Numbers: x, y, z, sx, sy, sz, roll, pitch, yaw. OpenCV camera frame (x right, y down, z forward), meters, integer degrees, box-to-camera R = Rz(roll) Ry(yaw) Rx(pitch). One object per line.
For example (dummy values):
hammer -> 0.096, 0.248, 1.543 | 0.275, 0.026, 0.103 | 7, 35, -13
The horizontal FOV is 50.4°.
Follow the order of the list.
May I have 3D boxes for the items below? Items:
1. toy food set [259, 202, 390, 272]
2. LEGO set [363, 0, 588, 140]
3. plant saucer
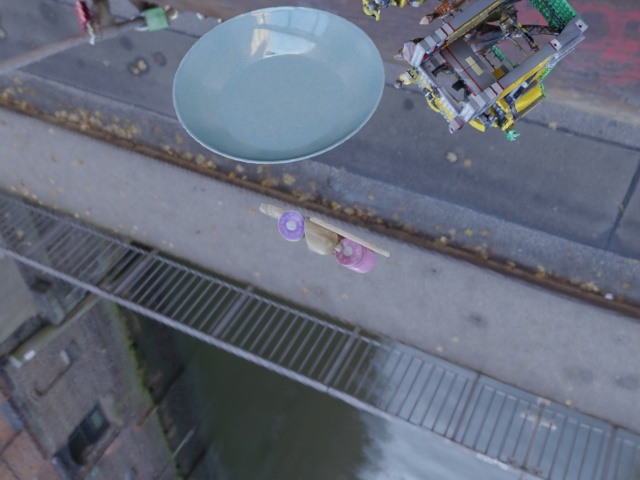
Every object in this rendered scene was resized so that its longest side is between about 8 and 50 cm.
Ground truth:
toy food set -> 0.000, 0.000, 0.471 | 0.078, 0.019, 0.122 | 25, 178, -16
LEGO set -> 0.135, -0.247, 0.820 | 0.331, 0.192, 0.255 | 54, 173, -2
plant saucer -> -0.037, -0.139, 0.632 | 0.195, 0.195, 0.037 | 21, 154, 17
